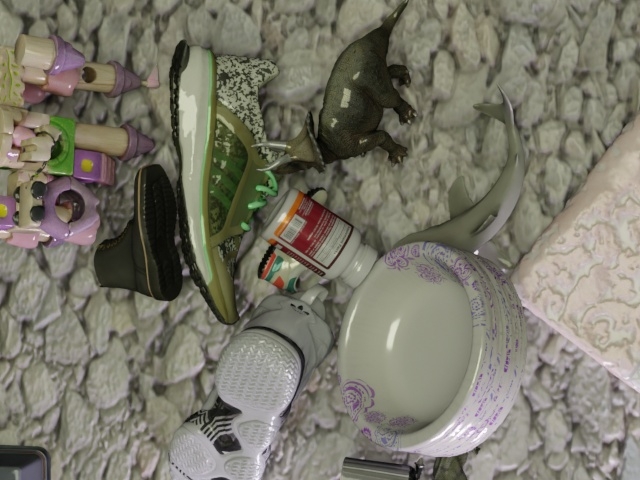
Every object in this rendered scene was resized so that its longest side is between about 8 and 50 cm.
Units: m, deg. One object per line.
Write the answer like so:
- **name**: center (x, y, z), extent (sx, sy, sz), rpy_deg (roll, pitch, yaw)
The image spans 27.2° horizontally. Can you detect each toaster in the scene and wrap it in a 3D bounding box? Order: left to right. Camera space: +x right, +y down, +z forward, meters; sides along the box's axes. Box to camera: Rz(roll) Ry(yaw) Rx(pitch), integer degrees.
- **toaster**: center (0.075, 0.379, 1.817), extent (0.110, 0.168, 0.186), rpy_deg (9, 83, 3)

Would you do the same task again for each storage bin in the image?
- **storage bin**: center (-0.480, 0.360, 1.960), extent (0.135, 0.091, 0.098), rpy_deg (1, 91, 8)

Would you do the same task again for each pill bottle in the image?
- **pill bottle**: center (0.000, 0.000, 1.844), extent (0.152, 0.086, 0.086), rpy_deg (34, 95, -10)

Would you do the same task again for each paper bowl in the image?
- **paper bowl**: center (0.165, 0.152, 1.799), extent (0.284, 0.148, 0.284), rpy_deg (-21, 62, 45)

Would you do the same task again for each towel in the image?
- **towel**: center (0.475, 0.034, 1.844), extent (0.317, 0.053, 0.332), rpy_deg (38, 95, 5)

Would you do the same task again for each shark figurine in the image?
- **shark figurine**: center (0.236, -0.063, 1.845), extent (0.166, 0.116, 0.278), rpy_deg (30, 97, 5)

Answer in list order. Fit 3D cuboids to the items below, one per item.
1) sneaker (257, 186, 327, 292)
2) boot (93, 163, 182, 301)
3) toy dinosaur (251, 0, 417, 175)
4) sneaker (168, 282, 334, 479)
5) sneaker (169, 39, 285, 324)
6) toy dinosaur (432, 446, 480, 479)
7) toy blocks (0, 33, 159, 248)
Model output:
- **sneaker**: center (-0.023, 0.002, 1.915), extent (0.075, 0.057, 0.161), rpy_deg (32, 93, -12)
- **boot**: center (-0.279, -0.012, 1.906), extent (0.137, 0.077, 0.198), rpy_deg (5, 104, 32)
- **toy dinosaur**: center (0.057, -0.196, 1.835), extent (0.121, 0.160, 0.314), rpy_deg (36, 97, 41)
- **sneaker**: center (-0.088, 0.219, 1.887), extent (0.137, 0.210, 0.366), rpy_deg (32, 129, 6)
- **sneaker**: center (-0.113, -0.084, 1.886), extent (0.182, 0.158, 0.411), rpy_deg (-4, 96, -9)
- **toy dinosaur**: center (0.182, 0.338, 1.828), extent (0.064, 0.268, 0.118), rpy_deg (-3, 123, 26)
- **toy blocks**: center (-0.340, -0.130, 1.855), extent (0.260, 0.309, 0.289), rpy_deg (6, 83, -34)
